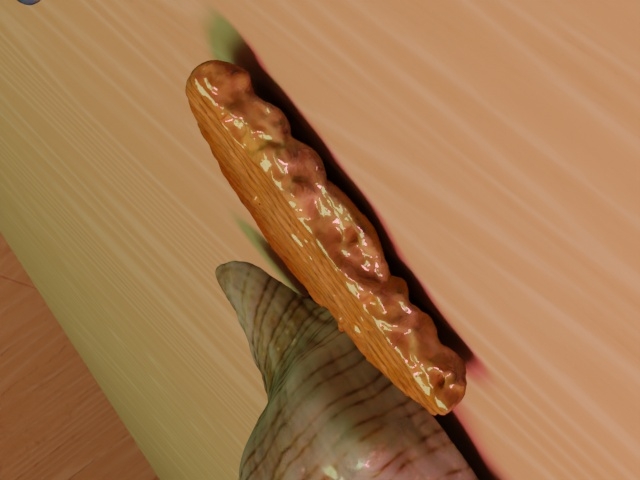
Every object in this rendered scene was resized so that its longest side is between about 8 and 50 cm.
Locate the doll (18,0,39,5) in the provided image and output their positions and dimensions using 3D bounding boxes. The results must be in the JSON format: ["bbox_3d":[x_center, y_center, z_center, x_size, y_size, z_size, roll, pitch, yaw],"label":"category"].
[{"bbox_3d":[-0.228,-0.279,0.979,0.341,0.099,0.346,68,161,-8],"label":"doll"}]

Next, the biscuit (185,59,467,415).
[{"bbox_3d":[0.001,-0.001,0.995,0.224,0.033,0.144,54,170,-1],"label":"biscuit"}]

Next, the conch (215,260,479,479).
[{"bbox_3d":[0.016,0.163,1.110,0.386,0.170,0.203,47,141,18],"label":"conch"}]
